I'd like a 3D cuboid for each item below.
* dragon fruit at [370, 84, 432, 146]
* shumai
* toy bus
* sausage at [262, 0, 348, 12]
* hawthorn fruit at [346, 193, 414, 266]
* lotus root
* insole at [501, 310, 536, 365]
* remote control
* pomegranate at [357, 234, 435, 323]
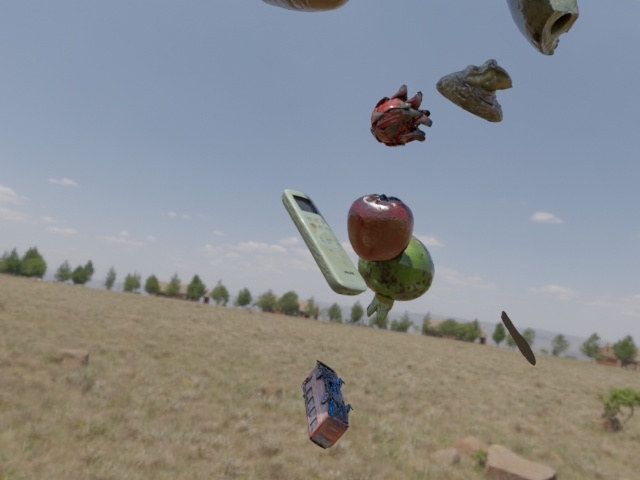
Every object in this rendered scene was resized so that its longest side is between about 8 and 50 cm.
[{"bbox_3d":[0.187,-0.285,1.305,0.130,0.121,0.142,32,-39,-15],"label":"dragon fruit"},{"bbox_3d":[0.433,-0.417,1.482,0.210,0.152,0.161,29,29,-5],"label":"shumai"},{"bbox_3d":[0.008,0.360,1.222,0.074,0.096,0.235,38,7,-14],"label":"toy bus"},{"bbox_3d":[-0.066,-0.635,1.345,0.136,0.123,0.501,-20,33,-18],"label":"sausage"},{"bbox_3d":[0.143,-0.019,1.328,0.169,0.187,0.169,3,17,-1],"label":"hawthorn fruit"},{"bbox_3d":[0.538,-0.641,1.390,0.142,0.313,0.210,-6,-20,-24],"label":"lotus root"},{"bbox_3d":[0.556,0.273,1.536,0.004,0.188,0.064,-13,-46,-8],"label":"insole"},{"bbox_3d":[0.001,0.000,1.166,0.090,0.038,0.309,11,37,-41],"label":"remote control"},{"bbox_3d":[0.196,0.094,1.480,0.211,0.262,0.211,16,15,-5],"label":"pomegranate"}]
